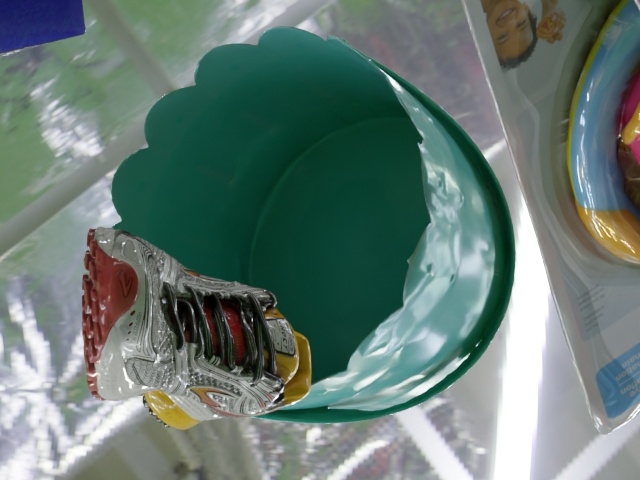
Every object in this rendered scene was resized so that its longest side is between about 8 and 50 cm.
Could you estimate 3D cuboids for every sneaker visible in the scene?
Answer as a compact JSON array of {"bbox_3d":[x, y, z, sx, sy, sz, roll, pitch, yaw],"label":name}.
[{"bbox_3d":[-0.063,0.044,0.848,0.093,0.225,0.088,-6,-104,13],"label":"sneaker"}]

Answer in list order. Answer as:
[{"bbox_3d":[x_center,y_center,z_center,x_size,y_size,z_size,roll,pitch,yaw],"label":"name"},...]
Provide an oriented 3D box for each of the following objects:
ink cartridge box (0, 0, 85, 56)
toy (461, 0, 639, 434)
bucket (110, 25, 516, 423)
[{"bbox_3d":[-0.242,-0.125,0.930,0.165,0.333,0.065,-15,-83,-21],"label":"ink cartridge box"},{"bbox_3d":[0.117,-0.049,0.438,0.137,0.056,0.237,-31,-55,-10],"label":"toy"},{"bbox_3d":[0.000,0.000,1.190,0.183,0.281,0.281,19,-105,-57],"label":"bucket"}]
